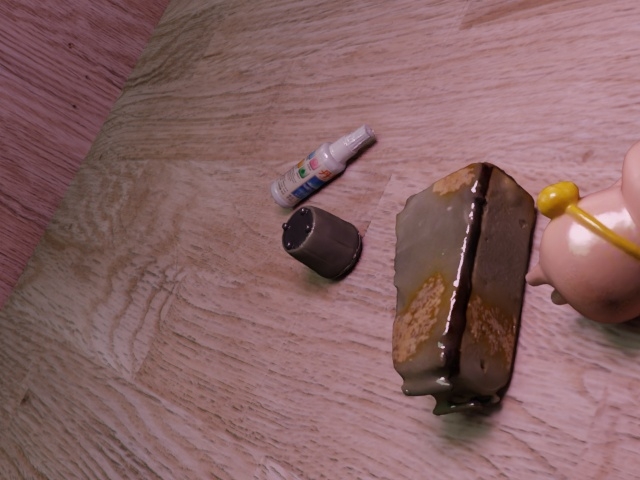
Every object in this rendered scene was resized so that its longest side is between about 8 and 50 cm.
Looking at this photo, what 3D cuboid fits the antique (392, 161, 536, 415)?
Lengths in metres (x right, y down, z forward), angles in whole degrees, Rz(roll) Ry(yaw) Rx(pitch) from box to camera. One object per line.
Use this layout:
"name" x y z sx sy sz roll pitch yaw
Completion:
"antique" 0.166 0.063 0.988 0.150 0.125 0.284 -23 46 44

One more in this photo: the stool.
"stool" 0.000 0.000 1.272 0.096 0.110 0.096 -30 45 37

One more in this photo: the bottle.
"bottle" 0.004 -0.131 1.425 0.217 0.060 0.060 -35 39 33

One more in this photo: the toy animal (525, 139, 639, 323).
"toy animal" 0.317 -0.009 0.824 0.248 0.165 0.149 -36 43 40
